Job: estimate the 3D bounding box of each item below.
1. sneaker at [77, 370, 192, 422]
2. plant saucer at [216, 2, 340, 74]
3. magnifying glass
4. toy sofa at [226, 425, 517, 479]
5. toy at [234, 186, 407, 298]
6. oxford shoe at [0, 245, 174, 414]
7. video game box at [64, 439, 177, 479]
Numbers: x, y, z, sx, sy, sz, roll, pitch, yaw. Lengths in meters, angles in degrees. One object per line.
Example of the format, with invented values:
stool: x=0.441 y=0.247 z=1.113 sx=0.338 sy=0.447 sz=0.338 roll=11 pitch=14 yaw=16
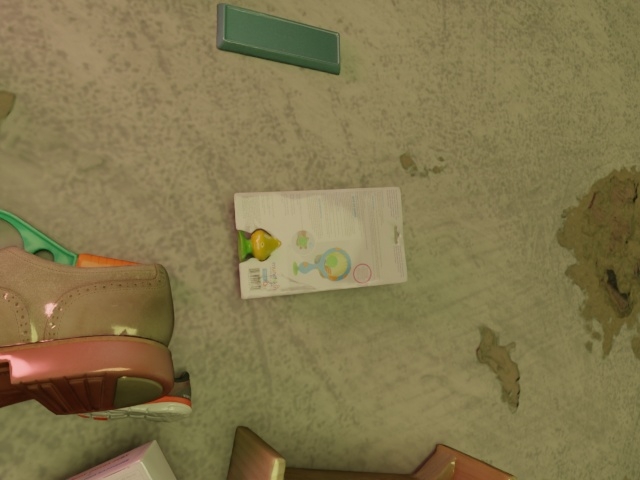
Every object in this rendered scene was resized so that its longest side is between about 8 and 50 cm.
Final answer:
sneaker: x=-0.224 y=0.166 z=0.534 sx=0.157 sy=0.061 sz=0.065 roll=16 pitch=50 yaw=-24
plant saucer: x=-0.054 y=-0.292 z=0.681 sx=0.191 sy=0.018 sz=0.067 roll=3 pitch=83 yaw=-26
magnifying glass: x=-0.298 y=0.023 z=0.522 sx=0.230 sy=0.026 sz=0.092 roll=13 pitch=78 yaw=-24
toy sofa: x=0.059 y=0.352 z=0.585 sx=0.362 sy=0.150 sz=0.177 roll=16 pitch=77 yaw=-23
toy: x=0.000 y=0.000 z=0.651 sx=0.237 sy=0.056 sz=0.137 roll=-4 pitch=89 yaw=-21
oxford shoe: x=-0.340 y=0.084 z=0.445 sx=0.396 sy=0.140 sz=0.147 roll=4 pitch=55 yaw=-15
video game box: x=-0.208 y=0.333 z=0.474 sx=0.187 sy=0.048 sz=0.205 roll=-24 pitch=95 yaw=1
